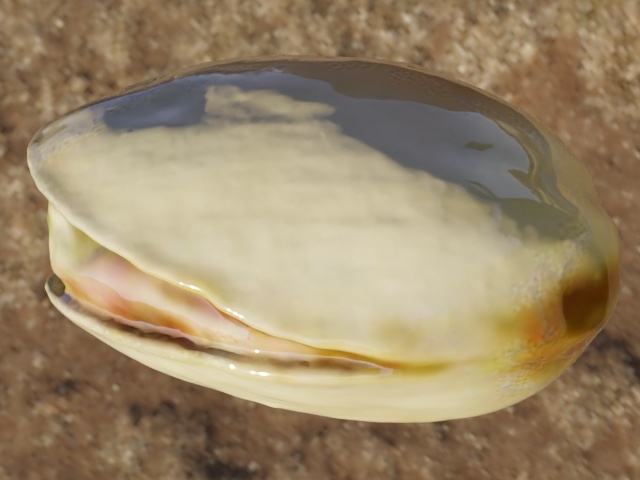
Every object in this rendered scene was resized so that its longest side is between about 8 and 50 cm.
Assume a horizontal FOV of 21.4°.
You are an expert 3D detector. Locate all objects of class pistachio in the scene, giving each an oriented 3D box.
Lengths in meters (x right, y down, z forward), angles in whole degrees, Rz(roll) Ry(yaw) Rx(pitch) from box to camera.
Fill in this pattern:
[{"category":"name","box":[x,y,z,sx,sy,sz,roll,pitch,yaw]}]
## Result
[{"category":"pistachio","box":[0.000,0.000,0.612,0.215,0.144,0.144,3,60,10]}]
